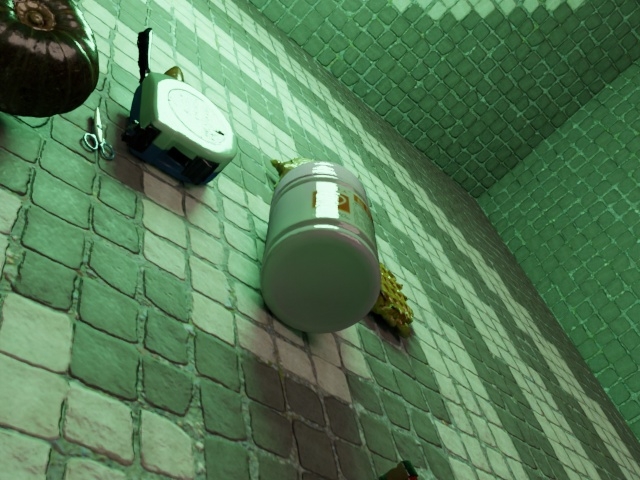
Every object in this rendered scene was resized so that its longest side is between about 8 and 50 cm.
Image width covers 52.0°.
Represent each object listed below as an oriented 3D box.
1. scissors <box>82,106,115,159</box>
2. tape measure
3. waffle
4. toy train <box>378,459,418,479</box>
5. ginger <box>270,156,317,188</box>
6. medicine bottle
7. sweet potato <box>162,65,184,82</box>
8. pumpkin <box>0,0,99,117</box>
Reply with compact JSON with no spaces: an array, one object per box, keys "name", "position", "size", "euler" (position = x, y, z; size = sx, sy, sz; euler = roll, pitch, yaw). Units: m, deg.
[{"name":"scissors","position":[-0.362,-0.179,1.068],"size":[0.058,0.014,0.119],"euler":[29,30,-43]},{"name":"tape measure","position":[-0.271,-0.252,1.252],"size":[0.215,0.098,0.352],"euler":[31,33,-35]},{"name":"waffle","position":[0.127,0.106,1.485],"size":[0.243,0.058,0.238],"euler":[44,16,-13]},{"name":"toy train","position":[0.123,0.371,0.930],"size":[0.044,0.064,0.103],"euler":[25,29,-50]},{"name":"ginger","position":[-0.025,-0.135,1.535],"size":[0.216,0.102,0.157],"euler":[26,23,7]},{"name":"medicine bottle","position":[0.000,0.000,1.191],"size":[0.202,0.202,0.316],"euler":[40,21,-19]},{"name":"sweet potato","position":[-0.314,-0.323,1.397],"size":[0.202,0.058,0.055],"euler":[-106,-172,-45]},{"name":"pumpkin","position":[-0.429,-0.270,0.922],"size":[0.218,0.162,0.219],"euler":[18,52,-25]}]
